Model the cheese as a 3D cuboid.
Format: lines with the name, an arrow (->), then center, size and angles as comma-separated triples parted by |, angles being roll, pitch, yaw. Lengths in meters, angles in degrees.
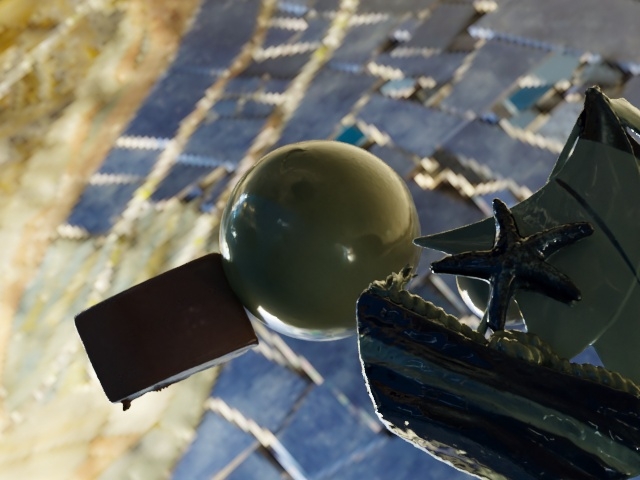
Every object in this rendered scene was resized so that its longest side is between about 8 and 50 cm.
cheese -> -0.142, 0.094, 1.846 | 0.177, 0.203, 0.128 | -26, 84, 46

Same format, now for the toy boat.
toy boat -> 0.128, 0.024, 1.008 | 0.210, 0.292, 0.070 | 2, 149, 3

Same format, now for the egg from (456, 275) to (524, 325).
egg -> 0.182, 0.031, 1.565 | 0.103, 0.103, 0.135 | 50, -166, -1

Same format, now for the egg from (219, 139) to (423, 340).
egg -> 0.000, 0.000, 1.738 | 0.219, 0.219, 0.269 | 52, 171, -4
